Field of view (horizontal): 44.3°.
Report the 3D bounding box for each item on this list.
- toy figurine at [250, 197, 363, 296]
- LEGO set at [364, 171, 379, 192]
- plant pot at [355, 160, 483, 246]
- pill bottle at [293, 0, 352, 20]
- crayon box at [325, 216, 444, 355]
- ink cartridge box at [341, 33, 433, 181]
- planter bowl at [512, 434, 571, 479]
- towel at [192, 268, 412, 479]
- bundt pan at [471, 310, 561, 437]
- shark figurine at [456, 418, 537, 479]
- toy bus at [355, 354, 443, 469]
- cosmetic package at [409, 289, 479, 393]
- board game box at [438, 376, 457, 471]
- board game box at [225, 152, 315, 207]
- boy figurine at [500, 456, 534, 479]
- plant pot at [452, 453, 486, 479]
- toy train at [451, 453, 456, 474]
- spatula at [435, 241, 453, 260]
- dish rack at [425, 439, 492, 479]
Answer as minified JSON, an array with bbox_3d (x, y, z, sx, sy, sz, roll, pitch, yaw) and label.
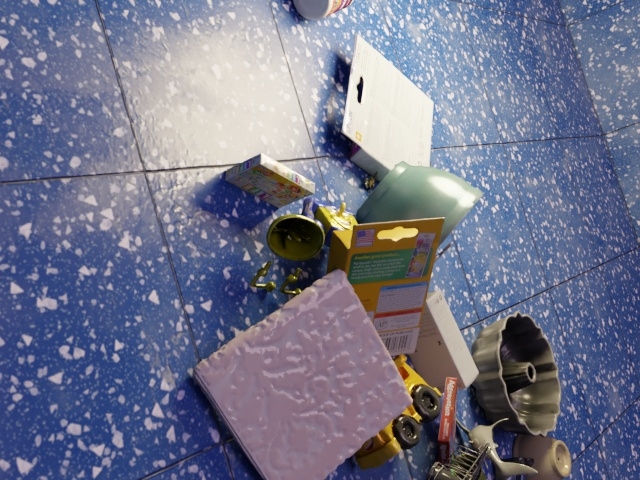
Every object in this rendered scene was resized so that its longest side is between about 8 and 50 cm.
[{"bbox_3d":[0.000,0.000,1.668,0.362,0.191,0.217,12,29,-31],"label":"toy figurine"},{"bbox_3d":[0.127,-0.139,1.935,0.054,0.023,0.083,-58,140,-17],"label":"LEGO set"},{"bbox_3d":[0.207,-0.060,1.821,0.196,0.293,0.293,41,41,5],"label":"plant pot"},{"bbox_3d":[0.023,-0.617,1.941,0.193,0.108,0.108,-42,107,-49],"label":"pill bottle"},{"bbox_3d":[0.114,0.086,1.573,0.203,0.083,0.323,-5,121,-24],"label":"crayon box"},{"bbox_3d":[0.161,-0.308,2.009,0.330,0.071,0.324,32,53,-34],"label":"ink cartridge box"},{"bbox_3d":[0.606,0.593,2.122,0.162,0.109,0.162,24,57,-43],"label":"planter bowl"},{"bbox_3d":[-0.021,0.268,1.445,0.331,0.053,0.317,-34,105,-20],"label":"towel"},{"bbox_3d":[0.507,0.362,2.090,0.330,0.124,0.331,24,56,-43],"label":"bundt pan"},{"bbox_3d":[0.411,0.471,1.860,0.166,0.116,0.278,56,-1,0],"label":"shark figurine"},{"bbox_3d":[0.120,0.333,1.641,0.211,0.149,0.220,52,42,-1],"label":"toy bus"},{"bbox_3d":[0.270,0.244,1.866,0.085,0.117,0.231,-32,98,-50],"label":"cosmetic package"},{"bbox_3d":[0.283,0.431,1.750,0.281,0.027,0.145,77,21,-54],"label":"board game box"},{"bbox_3d":[-0.100,-0.118,1.588,0.154,0.103,0.026,26,56,-41],"label":"board game box"},{"bbox_3d":[0.497,0.691,1.967,0.177,0.092,0.285,26,53,-45],"label":"boy figurine"},{"bbox_3d":[0.360,0.562,1.875,0.079,0.083,0.083,48,42,-42],"label":"plant pot"},{"bbox_3d":[0.306,0.541,1.855,0.017,0.023,0.083,39,48,-33],"label":"toy train"},{"bbox_3d":[0.200,0.104,1.756,0.019,0.242,0.168,47,40,8],"label":"spatula"},{"bbox_3d":[0.273,0.529,1.647,0.271,0.074,0.208,-17,128,-61],"label":"dish rack"}]
